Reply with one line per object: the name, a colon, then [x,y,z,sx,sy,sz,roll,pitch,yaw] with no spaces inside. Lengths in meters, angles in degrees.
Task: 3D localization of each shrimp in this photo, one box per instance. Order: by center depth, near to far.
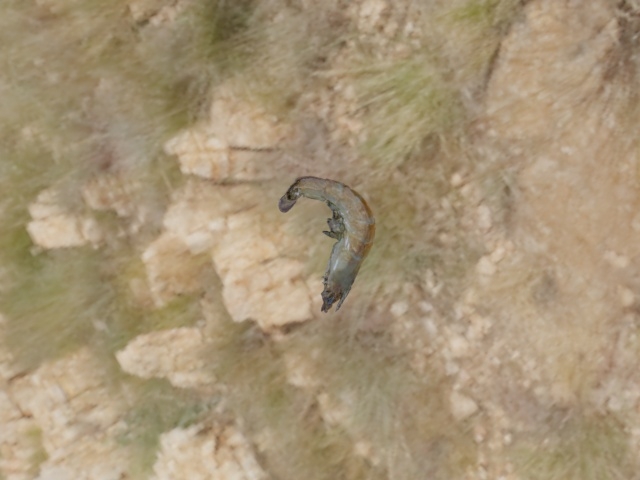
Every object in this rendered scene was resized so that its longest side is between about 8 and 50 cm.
shrimp: [0.000,0.000,0.784,0.083,0.023,0.114,30,130,22]
